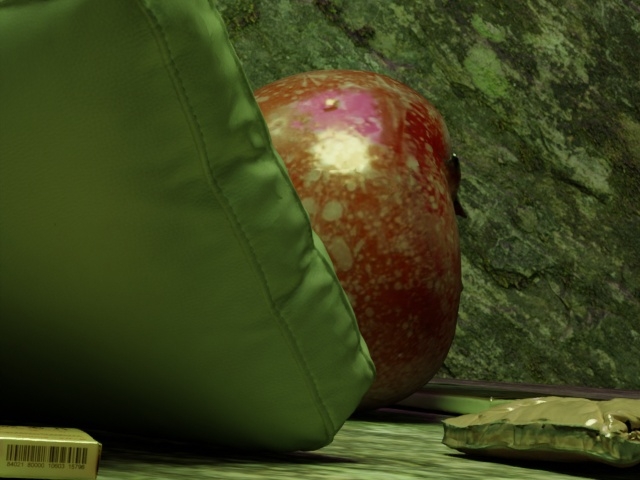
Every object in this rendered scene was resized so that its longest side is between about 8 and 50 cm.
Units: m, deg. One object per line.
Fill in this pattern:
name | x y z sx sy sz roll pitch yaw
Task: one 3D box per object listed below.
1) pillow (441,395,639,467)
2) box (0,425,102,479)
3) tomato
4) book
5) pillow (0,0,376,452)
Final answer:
pillow | 0.187 0.100 0.670 0.232 0.043 0.126 4 -9 -33
box | -0.126 0.071 0.436 0.093 0.015 0.058 6 -7 -19
tomato | 0.000 0.000 0.987 0.227 0.270 0.270 0 -5 6
book | 0.133 0.150 1.215 0.217 0.021 0.310 8 -6 -36
pillow | -0.148 -0.012 0.601 0.322 0.255 0.120 1 40 35
